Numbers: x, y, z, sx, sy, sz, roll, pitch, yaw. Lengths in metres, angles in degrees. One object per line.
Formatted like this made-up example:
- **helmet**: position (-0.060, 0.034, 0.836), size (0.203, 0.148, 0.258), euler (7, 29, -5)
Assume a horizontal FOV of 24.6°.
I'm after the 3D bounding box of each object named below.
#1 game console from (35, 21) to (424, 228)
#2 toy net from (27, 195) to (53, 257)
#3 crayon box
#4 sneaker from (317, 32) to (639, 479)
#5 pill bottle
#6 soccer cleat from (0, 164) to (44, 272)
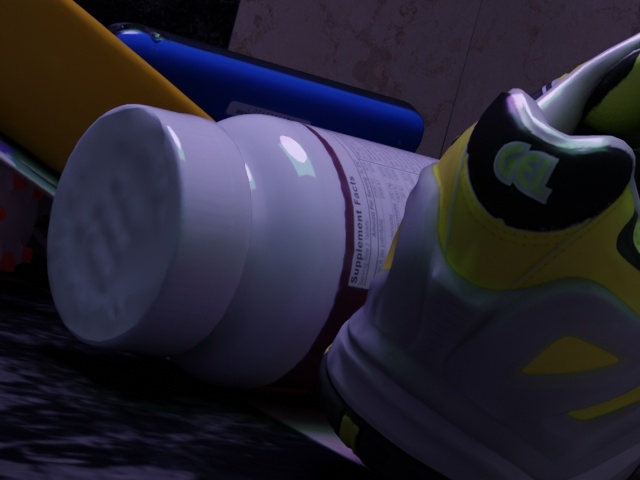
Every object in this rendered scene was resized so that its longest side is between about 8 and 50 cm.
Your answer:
- **game console**: position (-0.111, -0.072, 1.188), size (0.293, 0.250, 0.173), euler (12, 31, -34)
- **toy net**: position (-0.222, -0.016, 0.864), size (0.122, 0.045, 0.232), euler (0, -8, 35)
- **crayon box**: position (-0.164, -0.103, 0.841), size (0.203, 0.083, 0.323), euler (40, 2, -41)
- **sneaker**: position (0.160, -0.014, 0.604), size (0.145, 0.147, 0.384), euler (35, 34, 21)
- **pill bottle**: position (-0.003, 0.011, 0.662), size (0.221, 0.121, 0.121), euler (11, 5, -40)
- **soccer cleat**: position (-0.202, -0.016, 0.728), size (0.076, 0.068, 0.196), euler (13, 6, 14)
